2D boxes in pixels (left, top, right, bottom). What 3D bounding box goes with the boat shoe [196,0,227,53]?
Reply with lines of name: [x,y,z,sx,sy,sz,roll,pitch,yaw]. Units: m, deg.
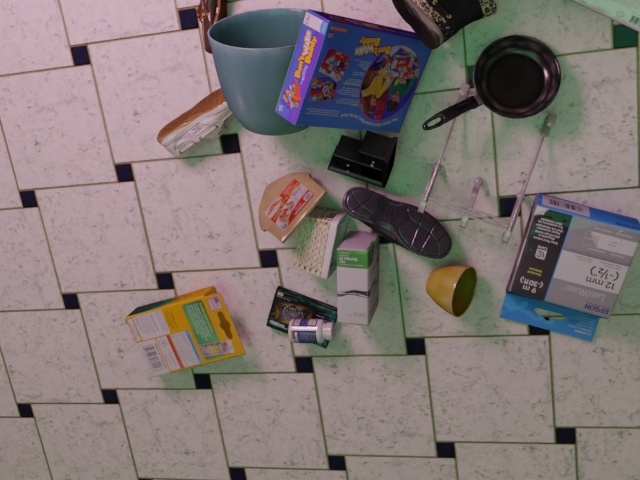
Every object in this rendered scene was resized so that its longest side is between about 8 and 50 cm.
boat shoe: [-0.270,-0.568,1.903,0.073,0.073,0.207,12,105,12]

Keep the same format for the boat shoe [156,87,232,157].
boat shoe: [-0.290,-0.308,1.996,0.277,0.098,0.096,-27,124,18]

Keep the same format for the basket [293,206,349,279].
basket: [0.000,0.000,2.013,0.103,0.113,0.167,17,112,13]

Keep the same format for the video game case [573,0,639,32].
video game case: [0.670,-0.584,1.662,0.232,0.042,0.210,26,114,4]

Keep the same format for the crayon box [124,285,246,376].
crayon box: [-0.377,0.260,2.221,0.322,0.083,0.203,-16,105,20]

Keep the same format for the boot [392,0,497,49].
boot: [0.271,-0.559,1.754,0.178,0.085,0.236,-28,66,-6]

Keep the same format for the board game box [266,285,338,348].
board game box: [-0.050,0.215,2.149,0.186,0.026,0.126,21,113,7]

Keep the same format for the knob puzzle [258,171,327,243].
knob puzzle: [-0.085,-0.096,1.988,0.213,0.213,0.030,-28,138,22]

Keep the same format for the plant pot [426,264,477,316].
plant pot: [0.328,0.118,1.970,0.095,0.134,0.134,18,115,34]

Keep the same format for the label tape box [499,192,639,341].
label tape box: [0.603,0.087,1.884,0.249,0.115,0.348,15,111,9]

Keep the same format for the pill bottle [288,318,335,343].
pill bottle: [-0.023,0.248,2.102,0.120,0.067,0.067,-1,109,15]

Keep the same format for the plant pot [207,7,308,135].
plant pot: [-0.108,-0.389,1.815,0.293,0.293,0.235,6,124,13]

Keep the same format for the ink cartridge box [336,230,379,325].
ink cartridge box: [0.099,0.097,1.998,0.086,0.153,0.208,4,109,14]

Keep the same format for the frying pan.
frying pan: [0.408,-0.322,1.762,0.197,0.053,0.326,39,90,8]

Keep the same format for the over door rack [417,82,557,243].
over door rack: [0.399,-0.183,1.855,0.239,0.108,0.324,20,99,7]

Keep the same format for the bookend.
bookend: [0.101,-0.211,1.881,0.156,0.157,0.072,19,72,7]

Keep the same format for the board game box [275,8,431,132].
board game box: [0.083,-0.372,1.738,0.078,0.347,0.233,39,119,37]

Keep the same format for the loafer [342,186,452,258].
loafer: [0.194,-0.047,1.970,0.302,0.095,0.109,28,84,-1]
